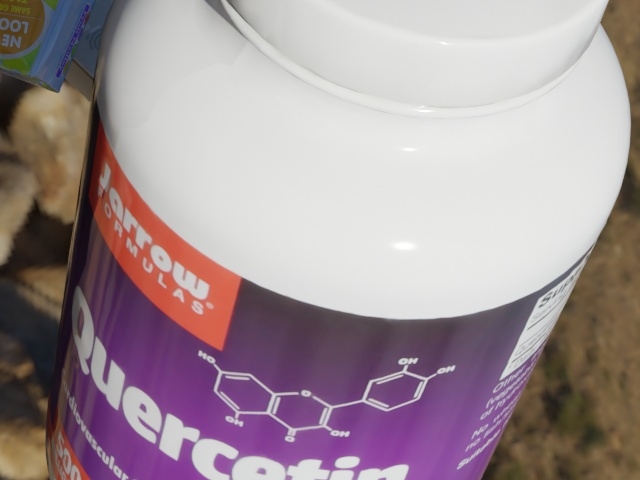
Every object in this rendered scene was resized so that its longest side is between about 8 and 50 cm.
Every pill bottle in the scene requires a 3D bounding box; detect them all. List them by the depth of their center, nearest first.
[{"bbox_3d":[0.000,0.000,0.654,0.323,0.181,0.181,106,-15,-49],"label":"pill bottle"}]

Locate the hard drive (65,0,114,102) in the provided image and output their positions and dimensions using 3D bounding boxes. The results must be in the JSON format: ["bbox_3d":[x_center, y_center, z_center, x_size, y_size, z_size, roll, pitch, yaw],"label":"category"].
[{"bbox_3d":[-0.061,-0.221,1.053,0.203,0.307,0.040,43,-19,21],"label":"hard drive"}]

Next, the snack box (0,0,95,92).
[{"bbox_3d":[-0.200,-0.192,0.904,0.070,0.207,0.174,27,85,-83],"label":"snack box"}]
